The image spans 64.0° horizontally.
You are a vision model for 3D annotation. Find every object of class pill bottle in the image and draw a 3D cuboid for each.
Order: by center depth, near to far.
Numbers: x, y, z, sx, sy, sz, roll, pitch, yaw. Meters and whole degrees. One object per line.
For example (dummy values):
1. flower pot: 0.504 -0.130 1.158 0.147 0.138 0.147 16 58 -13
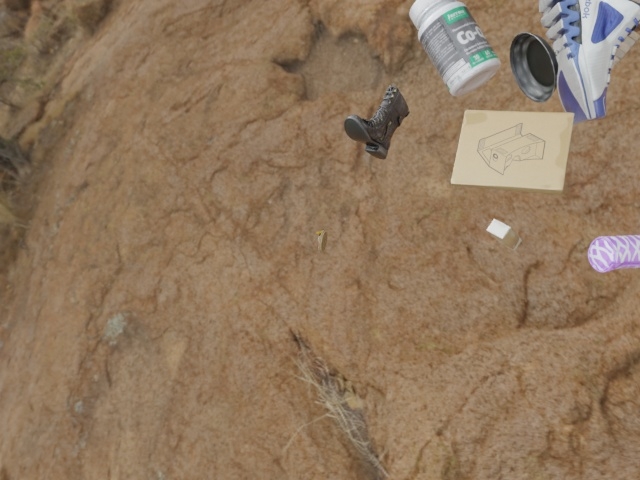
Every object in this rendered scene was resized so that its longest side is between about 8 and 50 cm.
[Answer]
1. pill bottle: 0.488 -0.738 1.892 0.204 0.204 0.361 -32 81 23

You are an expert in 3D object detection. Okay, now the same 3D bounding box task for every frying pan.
1. frying pan: 0.597 -0.453 1.335 0.053 0.197 0.326 -26 22 -4

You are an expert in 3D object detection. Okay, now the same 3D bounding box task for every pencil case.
1. pencil case: 0.719 0.033 1.165 0.086 0.206 0.088 101 163 -47

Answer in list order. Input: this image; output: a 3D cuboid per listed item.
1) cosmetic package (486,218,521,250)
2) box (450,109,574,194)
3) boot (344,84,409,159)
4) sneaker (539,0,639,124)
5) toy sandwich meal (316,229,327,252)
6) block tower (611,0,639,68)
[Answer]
1. cosmetic package: 0.534 -0.016 1.486 0.060 0.115 0.041 38 96 42
2. box: 0.365 -0.172 0.978 0.201 0.021 0.165 8 73 24
3. boot: 0.198 -0.424 1.733 0.091 0.263 0.229 20 82 38
4. sneaker: 0.615 -0.429 1.122 0.182 0.127 0.316 -16 98 7
5. toy sandwich meal: 0.000 0.000 1.677 0.029 0.085 0.086 10 75 15
6. block tower: 0.765 -0.543 1.304 0.097 0.091 0.336 35 110 0
